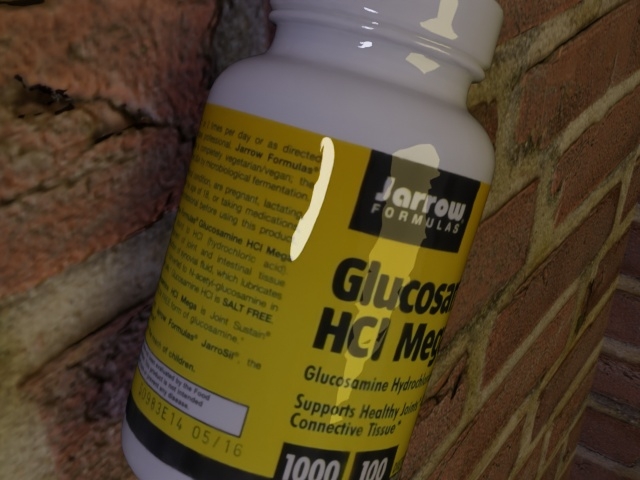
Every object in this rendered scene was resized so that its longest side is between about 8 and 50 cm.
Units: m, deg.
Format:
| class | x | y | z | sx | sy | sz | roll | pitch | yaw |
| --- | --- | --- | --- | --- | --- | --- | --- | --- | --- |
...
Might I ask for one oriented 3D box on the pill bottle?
| class | x | y | z | sx | sy | sz | roll | pitch | yaw |
| --- | --- | --- | --- | --- | --- | --- | --- | --- | --- |
| pill bottle | 0.000 | 0.000 | 0.476 | 0.188 | 0.188 | 0.333 | 3 | 105 | -58 |
